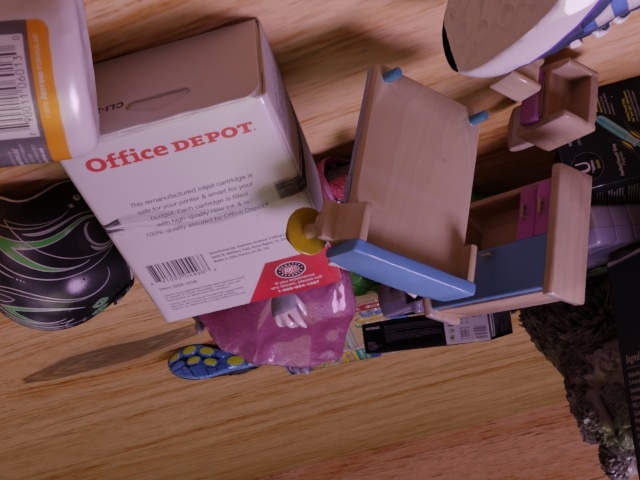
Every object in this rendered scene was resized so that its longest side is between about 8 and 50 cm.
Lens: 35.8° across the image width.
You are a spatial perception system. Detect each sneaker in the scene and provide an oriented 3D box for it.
[{"bbox_3d":[0.278,-0.225,0.812,0.236,0.130,0.323,7,147,-30],"label":"sneaker"},{"bbox_3d":[-0.185,0.226,1.813,0.188,0.067,0.078,-6,152,-21],"label":"sneaker"}]

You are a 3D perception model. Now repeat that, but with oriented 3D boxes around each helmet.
[{"bbox_3d":[-0.312,0.020,1.128,0.162,0.169,0.169,-21,163,-22],"label":"helmet"}]

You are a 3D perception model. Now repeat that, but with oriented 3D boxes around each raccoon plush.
[{"bbox_3d":[0.342,0.179,1.437,0.216,0.299,0.446,41,152,-23],"label":"raccoon plush"}]

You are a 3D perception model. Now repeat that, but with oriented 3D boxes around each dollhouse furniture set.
[{"bbox_3d":[0.097,-0.071,1.008,0.303,0.286,0.198,19,160,-30],"label":"dollhouse furniture set"}]

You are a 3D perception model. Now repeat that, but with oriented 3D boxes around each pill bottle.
[{"bbox_3d":[-0.314,-0.127,0.737,0.279,0.162,0.162,-7,158,-9],"label":"pill bottle"}]

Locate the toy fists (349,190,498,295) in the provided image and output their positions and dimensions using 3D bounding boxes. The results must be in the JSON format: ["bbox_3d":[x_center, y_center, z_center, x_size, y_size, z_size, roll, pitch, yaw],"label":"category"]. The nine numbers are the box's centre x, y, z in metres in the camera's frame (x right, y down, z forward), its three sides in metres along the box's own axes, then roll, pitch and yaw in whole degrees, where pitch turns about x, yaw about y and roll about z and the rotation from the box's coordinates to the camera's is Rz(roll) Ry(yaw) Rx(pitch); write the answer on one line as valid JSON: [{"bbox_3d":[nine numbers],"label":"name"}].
[{"bbox_3d":[0.141,0.009,1.387,0.279,0.096,0.142,-20,156,26],"label":"toy fists"}]

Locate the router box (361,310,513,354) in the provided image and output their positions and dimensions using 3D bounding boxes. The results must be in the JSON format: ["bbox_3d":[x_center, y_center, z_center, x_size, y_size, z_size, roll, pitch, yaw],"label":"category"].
[{"bbox_3d":[0.163,0.123,1.372,0.179,0.046,0.133,-9,175,23],"label":"router box"}]

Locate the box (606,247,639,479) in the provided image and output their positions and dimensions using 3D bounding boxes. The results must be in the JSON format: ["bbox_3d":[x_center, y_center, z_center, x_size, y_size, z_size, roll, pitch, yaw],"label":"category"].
[{"bbox_3d":[0.513,0.187,1.067,0.294,0.395,0.212,-3,166,-10],"label":"box"}]

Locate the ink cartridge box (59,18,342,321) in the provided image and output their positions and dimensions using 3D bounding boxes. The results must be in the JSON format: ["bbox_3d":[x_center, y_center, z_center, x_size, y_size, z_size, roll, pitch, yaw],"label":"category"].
[{"bbox_3d":[-0.109,-0.058,0.966,0.197,0.114,0.273,-14,140,7],"label":"ink cartridge box"}]

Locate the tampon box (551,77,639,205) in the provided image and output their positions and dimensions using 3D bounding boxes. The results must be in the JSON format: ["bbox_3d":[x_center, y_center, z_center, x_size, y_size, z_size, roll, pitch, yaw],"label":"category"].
[{"bbox_3d":[0.355,-0.109,1.155,0.161,0.120,0.101,-14,159,10],"label":"tampon box"}]

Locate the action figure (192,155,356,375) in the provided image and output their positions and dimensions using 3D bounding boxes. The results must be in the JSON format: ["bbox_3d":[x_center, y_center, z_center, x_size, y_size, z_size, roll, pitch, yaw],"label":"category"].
[{"bbox_3d":[0.000,0.000,1.236,0.248,0.275,0.370,-1,138,-36],"label":"action figure"}]

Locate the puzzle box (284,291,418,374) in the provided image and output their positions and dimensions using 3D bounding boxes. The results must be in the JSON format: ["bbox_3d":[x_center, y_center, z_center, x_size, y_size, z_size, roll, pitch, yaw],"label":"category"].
[{"bbox_3d":[0.036,0.143,1.734,0.272,0.052,0.409,-12,159,5],"label":"puzzle box"}]

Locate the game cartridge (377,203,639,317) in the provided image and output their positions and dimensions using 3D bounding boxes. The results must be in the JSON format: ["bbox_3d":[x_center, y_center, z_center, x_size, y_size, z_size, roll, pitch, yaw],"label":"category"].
[{"bbox_3d":[0.273,0.032,1.274,0.230,0.068,0.355,2,162,-40],"label":"game cartridge"}]
